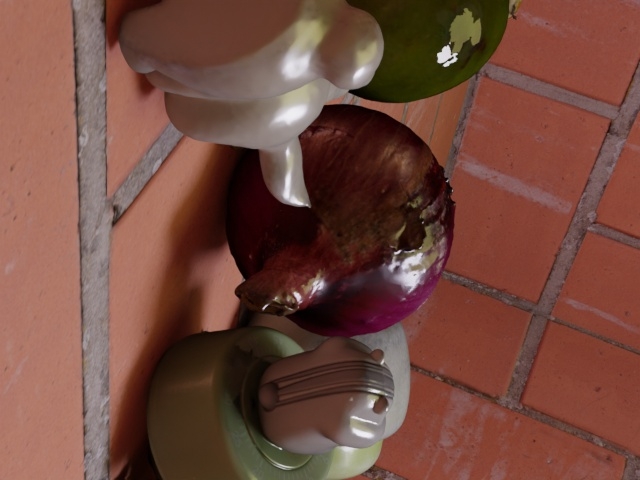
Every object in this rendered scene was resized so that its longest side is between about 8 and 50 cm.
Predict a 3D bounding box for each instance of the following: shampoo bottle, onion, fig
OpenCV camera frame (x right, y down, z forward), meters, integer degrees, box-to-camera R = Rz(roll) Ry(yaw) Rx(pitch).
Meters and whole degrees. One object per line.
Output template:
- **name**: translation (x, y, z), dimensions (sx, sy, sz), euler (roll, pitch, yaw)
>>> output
- **shampoo bottle**: translation (0.002, 0.241, 2.144), dimensions (0.322, 0.322, 0.317), euler (-38, 142, -71)
- **onion**: translation (0.000, 0.000, 1.668), dimensions (0.385, 0.348, 0.348), euler (-46, 156, -49)
- **fig**: translation (0.100, -0.320, 1.662), dimensions (0.316, 0.316, 0.316), euler (22, 90, -80)

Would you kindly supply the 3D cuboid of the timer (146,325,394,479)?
- **timer**: translation (-0.033, 0.232, 1.674), dimensions (0.315, 0.291, 0.291), euler (-21, -159, 34)

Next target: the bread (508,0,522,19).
- **bread**: translation (0.248, -0.541, 1.970), dimensions (0.207, 0.279, 0.279), euler (94, 17, -53)

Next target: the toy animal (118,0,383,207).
- **toy animal**: translation (-0.047, -0.177, 1.257), dimensions (0.367, 0.241, 0.196), euler (75, 39, -73)

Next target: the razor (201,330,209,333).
- **razor**: translation (-0.180, 0.189, 1.921), dimensions (0.135, 0.040, 0.068), euler (90, 22, -47)

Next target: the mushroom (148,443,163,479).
- **mushroom**: translation (-0.205, 0.327, 1.824), dimensions (0.141, 0.117, 0.188), euler (-41, 173, -6)

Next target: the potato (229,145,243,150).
- **potato**: translation (-0.097, -0.156, 1.594), dimensions (0.046, 0.045, 0.092), euler (-28, -160, 43)

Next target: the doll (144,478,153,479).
- **doll**: translation (-0.281, 0.410, 1.676), dimensions (0.137, 0.097, 0.209), euler (-64, 165, 10)
